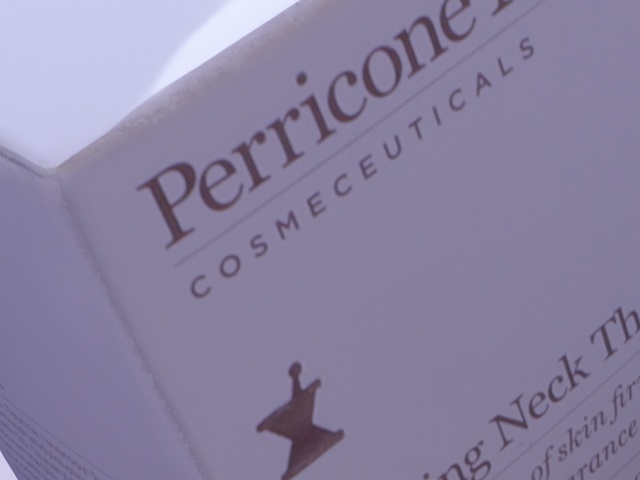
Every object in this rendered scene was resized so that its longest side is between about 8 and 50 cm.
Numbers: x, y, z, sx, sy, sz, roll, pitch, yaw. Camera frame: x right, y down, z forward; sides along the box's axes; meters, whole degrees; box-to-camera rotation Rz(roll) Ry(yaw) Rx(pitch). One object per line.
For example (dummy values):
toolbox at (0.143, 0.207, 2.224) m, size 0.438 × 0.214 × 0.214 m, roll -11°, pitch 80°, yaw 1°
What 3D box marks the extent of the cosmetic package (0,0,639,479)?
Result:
cosmetic package at (0.000, 0.000, 0.798) m, size 0.329 × 0.394 × 0.327 m, roll -37°, pitch 34°, yaw -21°
